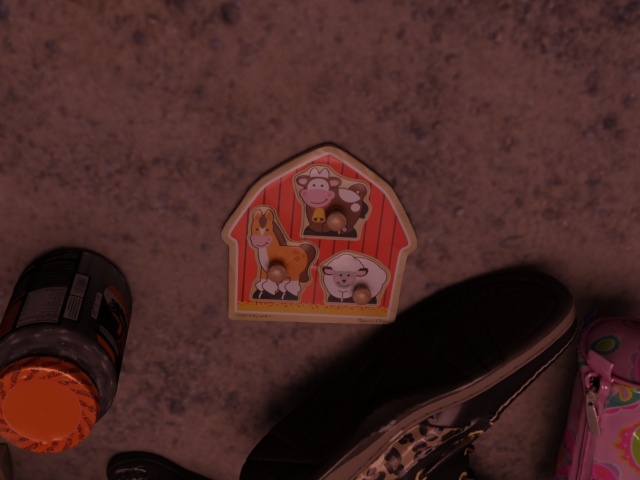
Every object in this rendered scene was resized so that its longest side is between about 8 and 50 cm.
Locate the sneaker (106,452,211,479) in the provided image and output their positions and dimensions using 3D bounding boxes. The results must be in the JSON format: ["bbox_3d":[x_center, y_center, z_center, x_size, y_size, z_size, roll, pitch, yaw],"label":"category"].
[{"bbox_3d":[-0.149,0.287,1.125,0.170,0.089,0.051,23,110,-16],"label":"sneaker"}]

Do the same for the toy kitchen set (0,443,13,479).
[{"bbox_3d":[-0.396,0.239,1.018,0.122,0.207,0.166,-12,118,1],"label":"toy kitchen set"}]

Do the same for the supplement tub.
[{"bbox_3d":[-0.239,0.099,0.964,0.117,0.190,0.117,-2,119,-3],"label":"supplement tub"}]

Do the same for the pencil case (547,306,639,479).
[{"bbox_3d":[0.288,0.211,1.046,0.124,0.124,0.284,0,122,-4],"label":"pencil case"}]

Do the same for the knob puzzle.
[{"bbox_3d":[0.000,0.000,1.019,0.213,0.030,0.213,-1,118,-3],"label":"knob puzzle"}]

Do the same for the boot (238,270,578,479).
[{"bbox_3d":[0.138,0.226,1.088,0.377,0.138,0.284,-38,123,0],"label":"boot"}]
